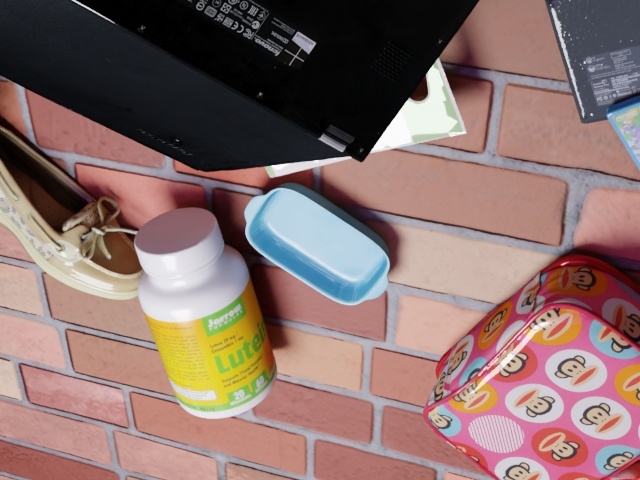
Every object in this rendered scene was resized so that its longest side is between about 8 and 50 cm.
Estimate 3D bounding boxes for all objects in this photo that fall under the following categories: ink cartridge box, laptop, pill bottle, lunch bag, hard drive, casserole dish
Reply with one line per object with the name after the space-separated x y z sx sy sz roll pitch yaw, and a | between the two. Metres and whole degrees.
0.018 -0.167 1.057 0.235 0.056 0.171 -12 121 26 | ink cartridge box
-0.109 -0.238 0.896 0.382 0.236 0.408 25 108 -37 | laptop
-0.145 0.088 1.266 0.136 0.136 0.245 1 126 22 | pill bottle
0.289 0.177 1.164 0.258 0.120 0.293 36 130 -7 | lunch bag
0.274 -0.179 0.960 0.094 0.022 0.135 -9 122 28 | hard drive
0.000 0.000 1.205 0.188 0.037 0.114 33 131 -4 | casserole dish

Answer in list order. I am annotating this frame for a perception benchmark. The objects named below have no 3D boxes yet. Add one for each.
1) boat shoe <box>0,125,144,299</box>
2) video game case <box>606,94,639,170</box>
-0.327 -0.033 1.272 0.285 0.104 0.089 35 127 -2 | boat shoe
0.365 -0.084 0.982 0.119 0.015 0.166 -20 126 33 | video game case
